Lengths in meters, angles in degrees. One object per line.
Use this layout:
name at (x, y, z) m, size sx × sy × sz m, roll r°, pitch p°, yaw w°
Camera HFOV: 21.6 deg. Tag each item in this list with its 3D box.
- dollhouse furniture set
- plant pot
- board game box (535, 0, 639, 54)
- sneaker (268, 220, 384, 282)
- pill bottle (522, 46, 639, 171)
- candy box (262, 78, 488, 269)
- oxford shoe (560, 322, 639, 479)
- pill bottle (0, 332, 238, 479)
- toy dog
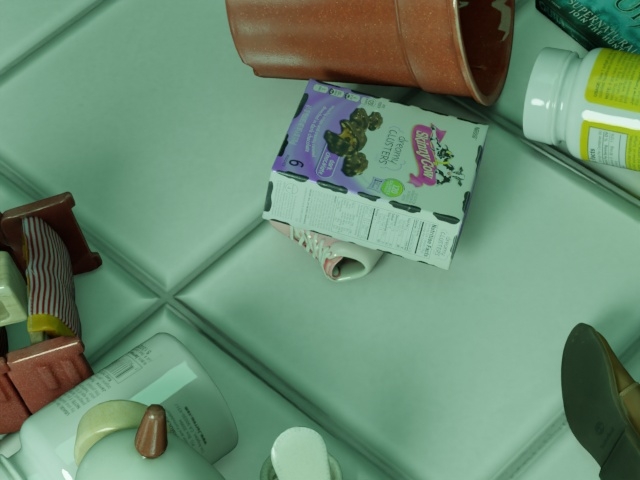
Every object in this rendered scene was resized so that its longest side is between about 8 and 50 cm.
dollhouse furniture set at (-0.319, 0.002, 1.548) m, size 0.152 × 0.374 × 0.201 m, roll -14°, pitch 52°, yaw 3°
plant pot at (0.052, -0.279, 1.810) m, size 0.265 × 0.272 × 0.272 m, roll 0°, pitch 50°, yaw 20°
board game box at (0.346, -0.249, 1.874) m, size 0.126 × 0.026 × 0.186 m, roll -31°, pitch 53°, yaw -16°
sneaker at (0.000, 0.000, 1.705) m, size 0.134 × 0.051 × 0.070 m, roll 15°, pitch 49°, yaw 14°
pill bottle at (0.321, -0.133, 1.722) m, size 0.208 × 0.119 × 0.119 m, roll 14°, pitch 54°, yaw 18°
candy box at (0.059, -0.070, 1.700) m, size 0.196 × 0.070 × 0.165 m, roll 15°, pitch 42°, yaw 4°
oxford shoe at (0.279, 0.163, 1.533) m, size 0.076 × 0.076 × 0.212 m, roll 7°, pitch 42°, yaw -25°
pill bottle at (-0.201, 0.196, 1.524) m, size 0.229 × 0.131 × 0.131 m, roll -33°, pitch 54°, yaw -18°
toy dog at (-0.065, 0.219, 1.379) m, size 0.334 × 0.161 × 0.220 m, roll 7°, pitch 46°, yaw -29°
